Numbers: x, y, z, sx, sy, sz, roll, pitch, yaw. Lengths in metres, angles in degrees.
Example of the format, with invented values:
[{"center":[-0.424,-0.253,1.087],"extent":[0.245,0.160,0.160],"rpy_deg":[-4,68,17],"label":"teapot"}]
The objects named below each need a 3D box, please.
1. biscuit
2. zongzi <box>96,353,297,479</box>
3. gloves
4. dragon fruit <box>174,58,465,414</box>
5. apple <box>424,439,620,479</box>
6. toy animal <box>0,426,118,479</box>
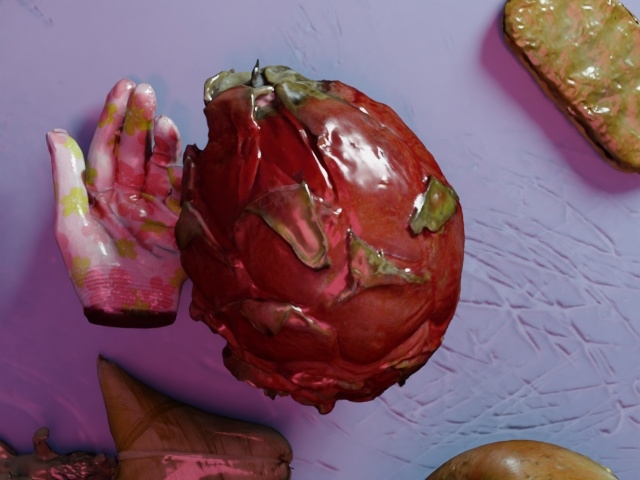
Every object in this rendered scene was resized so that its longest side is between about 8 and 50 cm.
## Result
[{"center":[0.287,-0.175,1.272],"extent":[0.118,0.029,0.247],"rpy_deg":[-42,99,1],"label":"biscuit"},{"center":[-0.137,0.199,1.327],"extent":[0.194,0.099,0.197],"rpy_deg":[-12,78,-11],"label":"zongzi"},{"center":[-0.195,-0.039,1.256],"extent":[0.145,0.126,0.241],"rpy_deg":[-2,74,5],"label":"gloves"},{"center":[0.000,0.000,1.186],"extent":[0.277,0.277,0.342],"rpy_deg":[0,113,-1],"label":"dragon fruit"},{"center":[0.221,0.380,1.245],"extent":[0.338,0.338,0.305],"rpy_deg":[-45,114,8],"label":"apple"},{"center":[-0.329,0.237,1.331],"extent":[0.220,0.086,0.069],"rpy_deg":[12,63,2],"label":"toy animal"}]
